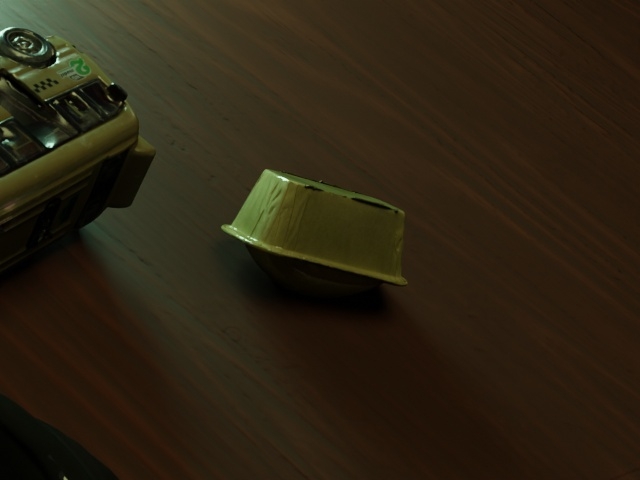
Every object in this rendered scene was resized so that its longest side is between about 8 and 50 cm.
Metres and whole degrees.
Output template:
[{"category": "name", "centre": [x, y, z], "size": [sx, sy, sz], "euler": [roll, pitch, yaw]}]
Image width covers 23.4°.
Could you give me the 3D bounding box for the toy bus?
[{"category": "toy bus", "centre": [-0.270, -0.056, 1.246], "size": [0.157, 0.139, 0.289], "euler": [38, 34, 10]}]

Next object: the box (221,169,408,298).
[{"category": "box", "centre": [0.000, 0.000, 1.417], "size": [0.177, 0.111, 0.111], "euler": [13, 34, -29]}]

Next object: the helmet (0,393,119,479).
[{"category": "helmet", "centre": [-0.238, 0.199, 0.875], "size": [0.279, 0.160, 0.230], "euler": [24, 34, -44]}]
